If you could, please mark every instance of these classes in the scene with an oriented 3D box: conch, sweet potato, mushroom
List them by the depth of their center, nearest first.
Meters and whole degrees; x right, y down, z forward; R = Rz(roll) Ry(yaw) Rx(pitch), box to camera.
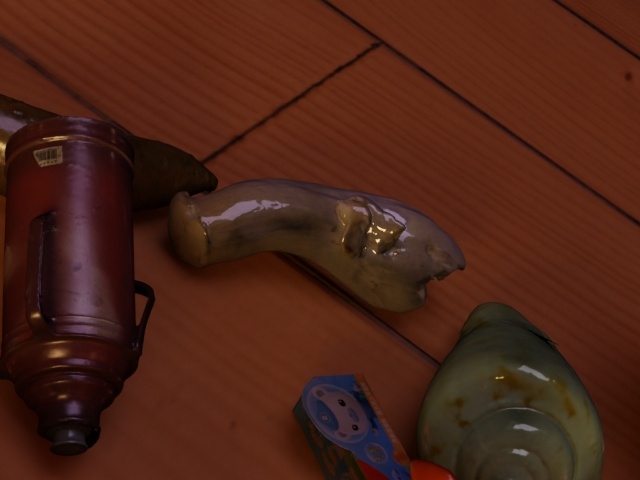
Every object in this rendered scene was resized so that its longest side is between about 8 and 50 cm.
[{"bbox_3d":[-0.243,-0.074,0.938,0.346,0.079,0.108,18,9,-16],"label":"sweet potato"},{"bbox_3d":[0.160,0.141,0.958,0.144,0.137,0.250,11,10,16],"label":"conch"},{"bbox_3d":[0.002,-0.002,1.023,0.278,0.096,0.099,13,8,-26],"label":"mushroom"}]

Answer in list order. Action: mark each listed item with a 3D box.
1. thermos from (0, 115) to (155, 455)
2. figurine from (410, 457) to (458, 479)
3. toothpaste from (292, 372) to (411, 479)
[{"bbox_3d":[-0.172,0.032,0.806,0.099,0.124,0.232,-9,58,4],"label":"thermos"},{"bbox_3d":[0.041,0.217,0.647,0.160,0.226,0.183,-3,47,-42],"label":"figurine"},{"bbox_3d":[0.036,0.184,0.849,0.070,0.044,0.193,1,44,-35],"label":"toothpaste"}]
